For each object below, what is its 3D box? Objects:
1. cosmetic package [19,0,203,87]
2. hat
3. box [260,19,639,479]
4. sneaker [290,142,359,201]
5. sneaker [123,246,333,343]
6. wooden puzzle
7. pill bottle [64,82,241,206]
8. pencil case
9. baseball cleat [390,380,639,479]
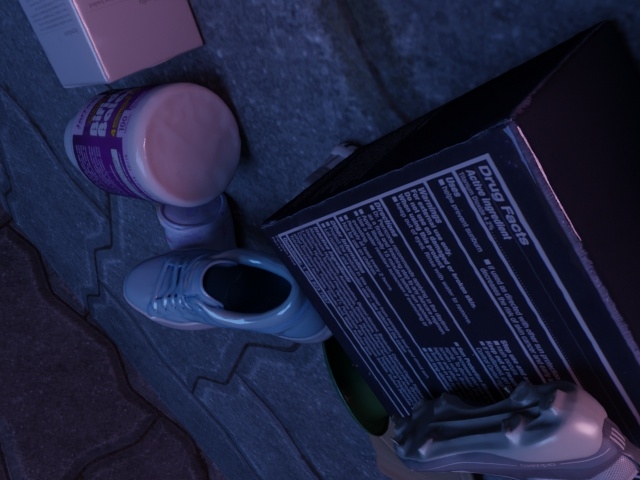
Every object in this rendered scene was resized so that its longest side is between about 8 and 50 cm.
[{"bbox_3d":[-0.278,-0.309,0.679,0.151,0.151,0.184,13,130,43],"label":"cosmetic package"},{"bbox_3d":[0.132,0.169,0.752,0.183,0.173,0.209,-28,100,21],"label":"hat"},{"bbox_3d":[0.153,0.032,0.470,0.296,0.182,0.294,56,147,-12],"label":"box"},{"bbox_3d":[0.000,0.000,0.665,0.086,0.132,0.229,28,140,31],"label":"sneaker"},{"bbox_3d":[-0.153,0.056,0.752,0.365,0.135,0.150,1,156,23],"label":"sneaker"},{"bbox_3d":[0.156,0.327,0.886,0.220,0.044,0.239,9,124,46],"label":"wooden puzzle"},{"bbox_3d":[-0.272,-0.147,0.812,0.301,0.169,0.169,11,130,43],"label":"pill bottle"},{"bbox_3d":[-0.211,0.032,0.959,0.124,0.114,0.273,11,135,14],"label":"pencil case"},{"bbox_3d":[0.135,0.162,0.397,0.109,0.072,0.206,43,150,-4],"label":"baseball cleat"}]
